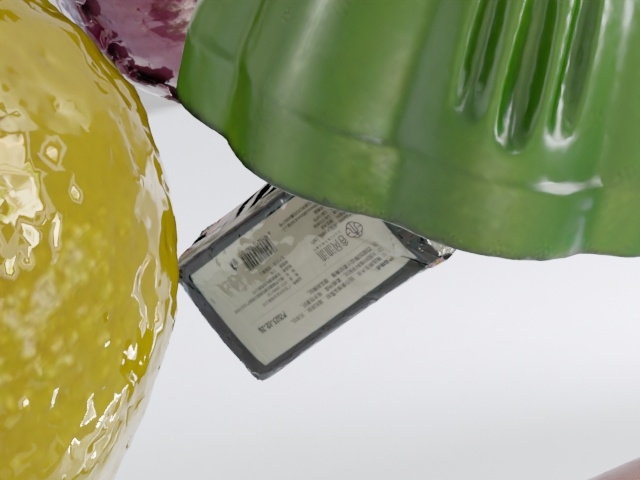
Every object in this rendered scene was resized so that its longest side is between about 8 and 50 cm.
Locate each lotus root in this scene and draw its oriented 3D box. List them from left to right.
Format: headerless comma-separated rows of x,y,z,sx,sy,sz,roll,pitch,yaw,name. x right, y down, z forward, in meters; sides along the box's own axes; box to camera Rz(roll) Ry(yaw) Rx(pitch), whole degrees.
0.059,-0.103,0.543,0.186,0.186,0.186,-7,157,-3,lotus root

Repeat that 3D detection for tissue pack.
0.001,0.000,1.101,0.170,0.103,0.090,-35,-173,32,tissue pack

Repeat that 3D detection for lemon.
-0.227,0.017,0.836,0.364,0.364,0.364,-7,157,-3,lemon

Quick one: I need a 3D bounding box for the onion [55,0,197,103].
-0.072,-0.282,1.476,0.358,0.345,0.358,-15,124,-23,onion

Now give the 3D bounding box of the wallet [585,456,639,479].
0.240,0.164,1.170,0.204,0.045,0.142,-26,178,10,wallet
